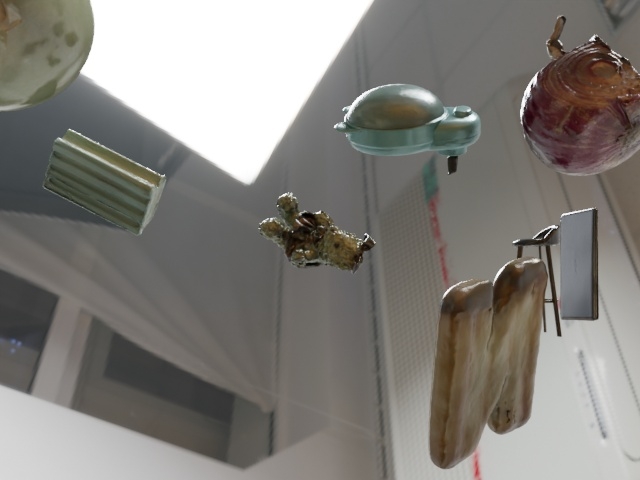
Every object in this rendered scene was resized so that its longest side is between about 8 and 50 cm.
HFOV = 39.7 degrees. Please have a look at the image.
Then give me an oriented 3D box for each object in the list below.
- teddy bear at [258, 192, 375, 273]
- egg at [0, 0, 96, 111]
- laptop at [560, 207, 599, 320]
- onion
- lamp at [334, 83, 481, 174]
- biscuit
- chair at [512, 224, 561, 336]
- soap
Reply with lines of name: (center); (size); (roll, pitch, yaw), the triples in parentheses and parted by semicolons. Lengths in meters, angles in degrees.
teddy bear: (-0.007, 0.011, 1.610); (0.133, 0.213, 0.111); (-52, 159, -36)
egg: (-0.487, -0.338, 1.364); (0.278, 0.278, 0.336); (-61, 177, 10)
laptop: (0.423, 0.041, 1.451); (0.129, 0.016, 0.180); (161, -70, -79)
onion: (0.496, -0.236, 1.678); (0.230, 0.256, 0.272); (-39, -149, -1)
lamp: (0.180, -0.236, 1.792); (0.209, 0.283, 0.147); (-67, 174, -61)
biscuit: (0.248, 0.178, 1.317); (0.062, 0.236, 0.291); (20, -62, 43)
chair: (0.421, 0.079, 1.737); (0.104, 0.095, 0.222); (161, -68, -84)
soap: (-0.386, -0.104, 1.585); (0.115, 0.198, 0.063); (-62, -179, 35)
